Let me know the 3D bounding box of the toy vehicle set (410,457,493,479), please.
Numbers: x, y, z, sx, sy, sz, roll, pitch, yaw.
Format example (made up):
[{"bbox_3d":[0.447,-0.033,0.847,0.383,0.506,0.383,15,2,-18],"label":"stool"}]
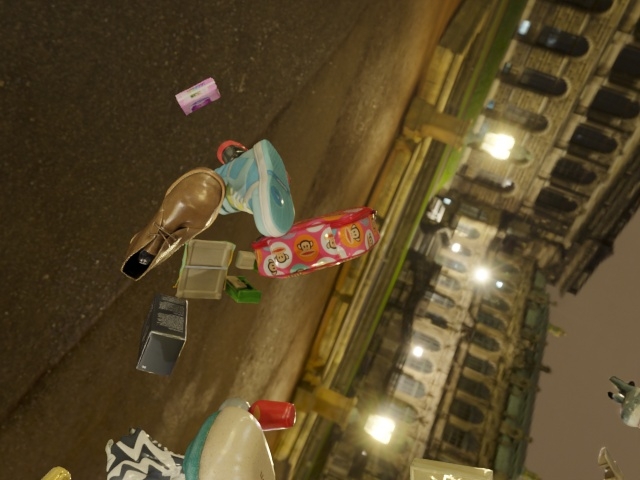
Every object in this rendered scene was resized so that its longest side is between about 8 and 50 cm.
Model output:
[{"bbox_3d":[0.278,0.601,1.213,0.035,0.166,0.266,-20,108,-62],"label":"toy vehicle set"}]

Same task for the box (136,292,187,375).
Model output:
[{"bbox_3d":[-0.490,0.289,1.792,0.153,0.108,0.207,-62,-157,24],"label":"box"}]

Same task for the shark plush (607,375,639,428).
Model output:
[{"bbox_3d":[0.515,0.259,0.961,0.161,0.067,0.073,-66,159,-63],"label":"shark plush"}]

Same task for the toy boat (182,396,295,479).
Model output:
[{"bbox_3d":[-0.145,0.377,0.980,0.318,0.148,0.267,-63,148,-68],"label":"toy boat"}]

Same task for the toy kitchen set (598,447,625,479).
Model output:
[{"bbox_3d":[0.444,0.385,0.938,0.075,0.068,0.083,-30,172,28],"label":"toy kitchen set"}]

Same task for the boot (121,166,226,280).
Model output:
[{"bbox_3d":[-0.298,-0.023,1.162,0.305,0.112,0.115,-42,-161,29],"label":"boot"}]

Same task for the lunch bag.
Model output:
[{"bbox_3d":[0.000,0.000,1.452,0.258,0.293,0.120,-27,102,-67],"label":"lunch bag"}]

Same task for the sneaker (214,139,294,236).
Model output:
[{"bbox_3d":[-0.182,-0.092,1.393,0.127,0.208,0.319,53,17,-38],"label":"sneaker"}]

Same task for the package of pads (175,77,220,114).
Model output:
[{"bbox_3d":[-0.243,-0.288,1.150,0.083,0.032,0.050,-29,172,-4],"label":"package of pads"}]

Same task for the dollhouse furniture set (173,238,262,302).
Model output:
[{"bbox_3d":[-0.332,0.081,1.860,0.302,0.151,0.197,7,105,-34],"label":"dollhouse furniture set"}]

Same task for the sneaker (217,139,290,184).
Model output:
[{"bbox_3d":[-0.211,-0.231,1.921,0.097,0.276,0.135,-56,-150,13],"label":"sneaker"}]

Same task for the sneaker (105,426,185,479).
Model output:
[{"bbox_3d":[-0.371,0.477,1.291,0.235,0.153,0.094,3,125,-40],"label":"sneaker"}]

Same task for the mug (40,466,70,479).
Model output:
[{"bbox_3d":[-0.558,0.517,1.218,0.064,0.078,0.062,-58,134,-45],"label":"mug"}]
